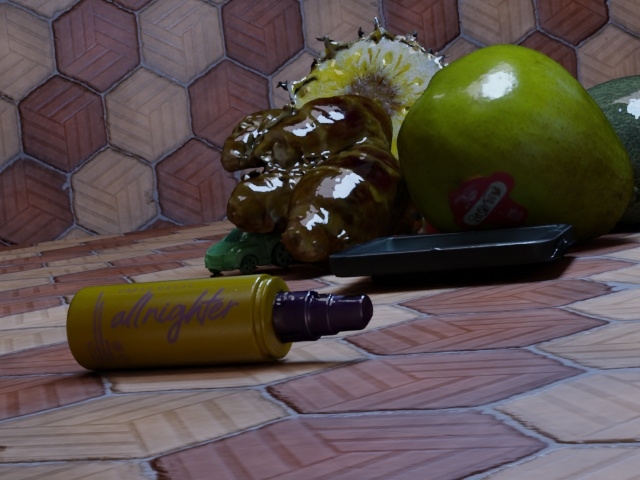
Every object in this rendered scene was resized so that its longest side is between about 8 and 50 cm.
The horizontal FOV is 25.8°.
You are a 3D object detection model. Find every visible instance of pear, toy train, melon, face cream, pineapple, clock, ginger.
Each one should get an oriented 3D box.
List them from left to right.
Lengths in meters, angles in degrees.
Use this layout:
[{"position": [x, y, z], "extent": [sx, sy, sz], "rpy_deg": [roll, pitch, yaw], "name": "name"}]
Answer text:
[{"position": [-0.087, 0.070, 1.222], "extent": [0.274, 0.078, 0.078], "rpy_deg": [-4, 5, 21], "name": "face cream"}, {"position": [-0.101, 0.009, 2.072], "extent": [0.149, 0.081, 0.099], "rpy_deg": [-9, 6, -43], "name": "toy train"}, {"position": [-0.002, -0.089, 2.041], "extent": [0.274, 0.152, 0.357], "rpy_deg": [7, 43, -17], "name": "ginger"}, {"position": [0.107, -0.172, 2.357], "extent": [0.353, 0.352, 0.300], "rpy_deg": [-5, -17, 12], "name": "pineapple"}, {"position": [0.173, 0.018, 1.750], "extent": [0.279, 0.049, 0.273], "rpy_deg": [-5, 3, 17], "name": "clock"}, {"position": [0.284, -0.113, 1.959], "extent": [0.375, 0.287, 0.287], "rpy_deg": [17, 1, -9], "name": "pear"}, {"position": [0.487, -0.138, 2.137], "extent": [0.302, 0.237, 0.237], "rpy_deg": [-4, 4, 25], "name": "melon"}]

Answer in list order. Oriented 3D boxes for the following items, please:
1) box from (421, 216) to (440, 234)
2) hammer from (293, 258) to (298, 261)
[{"position": [0.204, -0.075, 2.126], "extent": [0.112, 0.175, 0.048], "rpy_deg": [-7, 1, 5], "name": "box"}, {"position": [0.000, 0.000, 2.241], "extent": [0.116, 0.069, 0.194], "rpy_deg": [-4, -4, 34], "name": "hammer"}]
